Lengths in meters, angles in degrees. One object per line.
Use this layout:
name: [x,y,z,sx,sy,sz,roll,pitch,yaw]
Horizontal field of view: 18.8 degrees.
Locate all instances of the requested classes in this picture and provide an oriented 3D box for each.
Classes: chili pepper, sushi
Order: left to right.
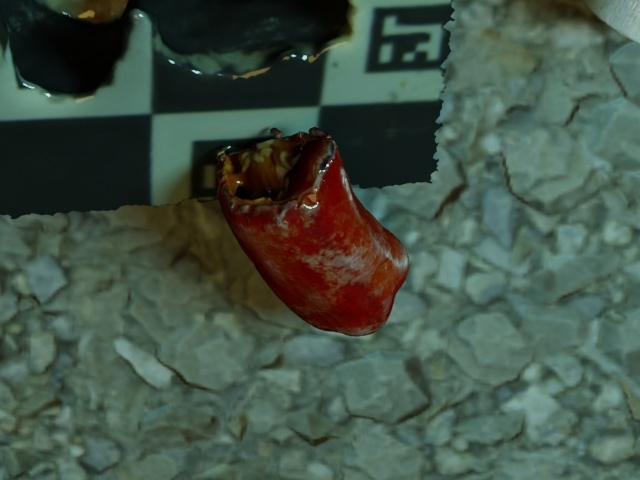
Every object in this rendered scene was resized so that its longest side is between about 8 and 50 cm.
sushi: [-0.123,-0.146,0.925,0.373,0.100,0.296,-5,140,-6]
chili pepper: [0.000,0.000,0.995,0.073,0.070,0.123,-35,135,3]

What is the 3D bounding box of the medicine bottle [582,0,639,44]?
medicine bottle: [0.189,-0.178,0.891,0.119,0.069,0.183,23,120,-10]
